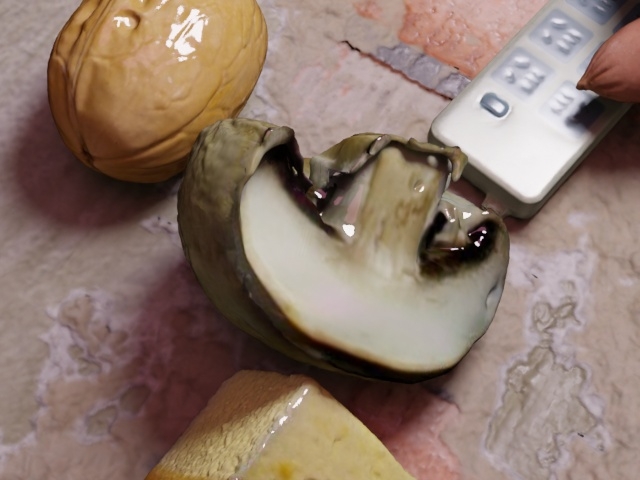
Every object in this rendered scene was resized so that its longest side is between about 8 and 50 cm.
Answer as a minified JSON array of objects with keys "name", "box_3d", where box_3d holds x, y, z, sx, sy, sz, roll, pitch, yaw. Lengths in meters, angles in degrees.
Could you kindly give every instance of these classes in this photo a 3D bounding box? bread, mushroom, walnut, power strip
[{"name":"bread","box_3d":[-0.049,0.239,0.939,0.178,0.135,0.240,45,68,-20]},{"name":"mushroom","box_3d":[0.002,0.008,0.968,0.267,0.164,0.189,4,90,-37]},{"name":"walnut","box_3d":[-0.138,-0.144,1.028,0.165,0.165,0.197,35,67,12]},{"name":"power strip","box_3d":[0.210,-0.135,1.096,0.118,0.046,0.270,40,72,13]}]

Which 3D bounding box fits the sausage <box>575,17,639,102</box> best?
[{"name":"sausage","box_3d":[0.416,-0.202,1.020,0.433,0.088,0.088,-22,69,-1]}]
